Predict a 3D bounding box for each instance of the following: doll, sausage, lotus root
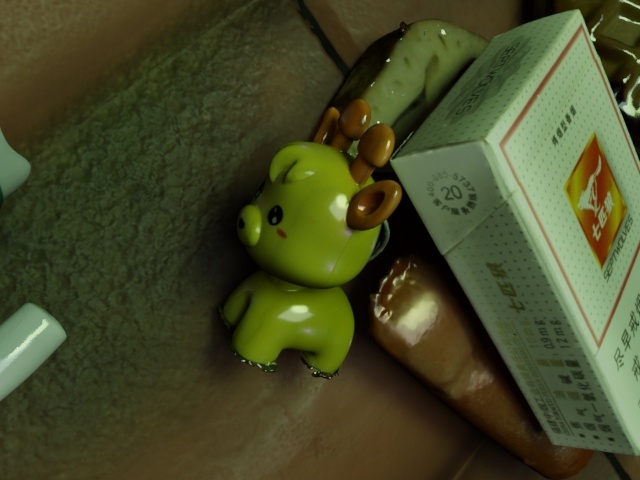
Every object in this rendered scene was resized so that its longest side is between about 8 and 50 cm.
[{"bbox_3d":[0.000,0.000,0.521,0.136,0.143,0.220,11,117,-25],"label":"doll"},{"bbox_3d":[0.160,0.134,0.658,0.348,0.094,0.097,40,72,-25],"label":"sausage"},{"bbox_3d":[0.108,-0.126,0.654,0.261,0.074,0.170,3,87,-27],"label":"lotus root"}]

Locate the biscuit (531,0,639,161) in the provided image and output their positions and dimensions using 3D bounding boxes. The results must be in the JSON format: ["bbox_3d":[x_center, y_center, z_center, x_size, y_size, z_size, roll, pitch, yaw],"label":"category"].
[{"bbox_3d":[0.388,-0.200,0.723,0.366,0.115,0.268,36,80,6],"label":"biscuit"}]

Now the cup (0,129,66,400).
[{"bbox_3d":[-0.277,-0.023,0.394,0.300,0.167,0.173,37,61,3],"label":"cup"}]

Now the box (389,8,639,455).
[{"bbox_3d":[0.215,-0.003,0.588,0.210,0.095,0.330,-51,120,-35],"label":"box"}]
